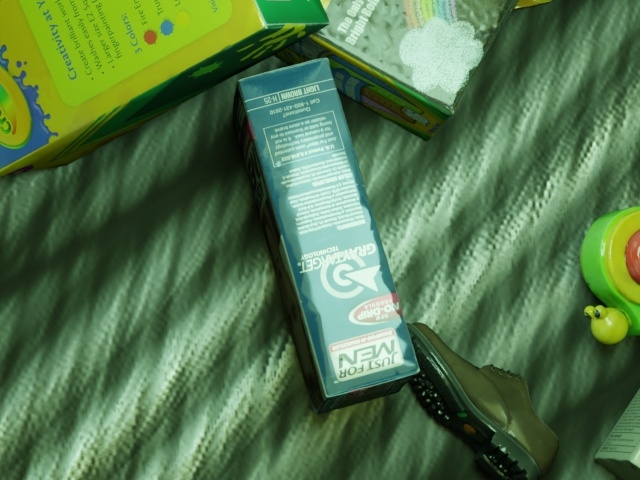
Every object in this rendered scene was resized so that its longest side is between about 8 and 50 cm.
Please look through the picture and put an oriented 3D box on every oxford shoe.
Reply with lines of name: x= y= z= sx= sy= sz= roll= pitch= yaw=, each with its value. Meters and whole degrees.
oxford shoe: x=0.174 y=0.170 z=1.894 sx=0.227 sy=0.083 sz=0.096 roll=48 pitch=62 yaw=0

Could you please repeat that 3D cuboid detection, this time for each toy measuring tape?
toy measuring tape: x=0.380 y=-0.032 z=1.918 sx=0.121 sy=0.121 sz=0.330 roll=32 pitch=74 yaw=-2

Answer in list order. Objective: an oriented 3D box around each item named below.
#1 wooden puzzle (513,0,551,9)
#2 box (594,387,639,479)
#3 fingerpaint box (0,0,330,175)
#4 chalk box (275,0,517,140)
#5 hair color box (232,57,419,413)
wooden puzzle: x=0.215 y=-0.319 z=1.979 sx=0.078 sy=0.014 sz=0.116 roll=-23 pitch=87 yaw=-13
box: x=0.451 y=0.150 z=1.886 sx=0.121 sy=0.148 sz=0.311 roll=36 pitch=82 yaw=-2
fingerpaint box: x=-0.252 y=-0.343 z=1.771 sx=0.371 sy=0.163 sz=0.445 roll=-26 pitch=86 yaw=26
chalk box: x=0.048 y=-0.266 z=1.872 sx=0.289 sy=0.179 sz=0.180 roll=30 pitch=82 yaw=-1
hair color box: x=0.000 y=0.000 z=1.821 sx=0.105 sy=0.174 sz=0.347 roll=-15 pitch=80 yaw=-7
